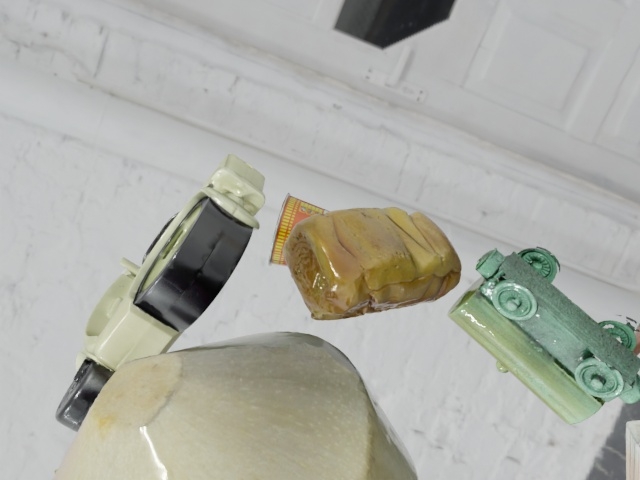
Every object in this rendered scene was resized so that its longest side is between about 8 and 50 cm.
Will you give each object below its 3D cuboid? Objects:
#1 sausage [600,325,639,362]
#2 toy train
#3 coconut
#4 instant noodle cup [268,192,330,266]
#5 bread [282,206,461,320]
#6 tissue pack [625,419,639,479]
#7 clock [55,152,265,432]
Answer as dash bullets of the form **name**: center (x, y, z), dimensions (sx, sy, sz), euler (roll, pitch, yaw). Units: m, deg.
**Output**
- **sausage**: center (0.599, 0.205, 1.367), dimensions (0.043, 0.186, 0.043), euler (25, 125, 40)
- **toy train**: center (0.343, 0.142, 1.079), dimensions (0.126, 0.307, 0.189), euler (-45, -5, -37)
- **coconut**: center (-0.078, 0.243, 0.637), dimensions (0.352, 0.353, 0.352), euler (-162, 90, -75)
- **instant noodle cup**: center (0.000, 0.000, 1.707), dimensions (0.193, 0.212, 0.193), euler (15, -90, -89)
- **bread**: center (0.092, 0.035, 1.142), dimensions (0.167, 0.294, 0.132), euler (54, 131, 32)
- **tissue pack**: center (0.558, 0.421, 1.077), dimensions (0.071, 0.170, 0.325), euler (-77, -22, -68)
- **clock**: center (-0.216, 0.072, 0.966), dimensions (0.379, 0.120, 0.276), euler (-45, 19, 25)
